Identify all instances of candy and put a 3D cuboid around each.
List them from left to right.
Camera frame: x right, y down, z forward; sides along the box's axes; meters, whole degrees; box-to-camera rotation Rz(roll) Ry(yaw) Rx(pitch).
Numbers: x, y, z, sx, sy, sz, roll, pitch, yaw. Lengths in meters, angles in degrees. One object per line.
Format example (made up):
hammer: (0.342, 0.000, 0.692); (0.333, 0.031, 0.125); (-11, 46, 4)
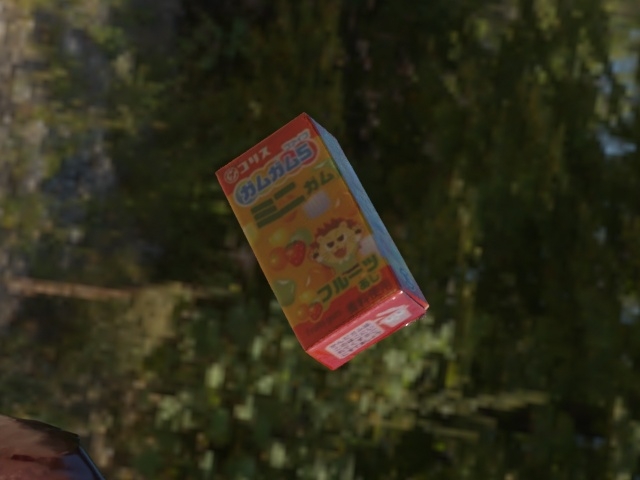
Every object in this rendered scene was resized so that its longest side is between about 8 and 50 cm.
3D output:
candy: (0.000, 0.000, 0.909); (0.122, 0.062, 0.038); (63, 12, 28)

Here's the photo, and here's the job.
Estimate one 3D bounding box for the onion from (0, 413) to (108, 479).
onion: (-0.140, 0.216, 0.732); (0.195, 0.272, 0.272); (-43, 151, -47)
